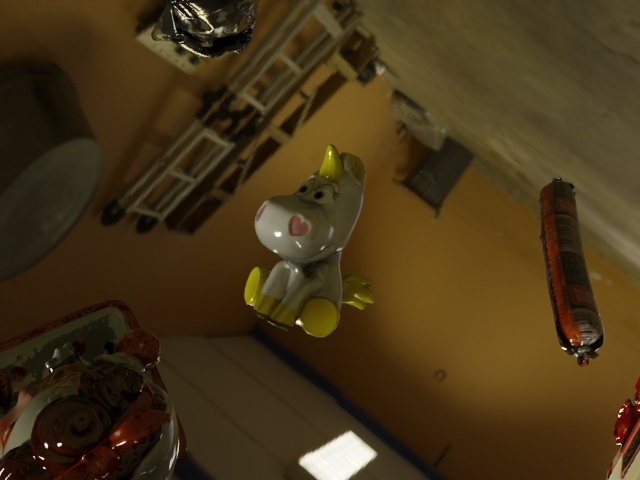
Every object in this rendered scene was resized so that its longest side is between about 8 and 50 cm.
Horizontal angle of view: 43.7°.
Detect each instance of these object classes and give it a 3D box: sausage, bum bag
[{"bbox_3d":[0.149,0.010,0.483,0.028,0.025,0.198,4,-148,8],"label":"sausage"},{"bbox_3d":[-0.094,-0.216,0.714,0.102,0.069,0.248,5,172,-15],"label":"bum bag"}]

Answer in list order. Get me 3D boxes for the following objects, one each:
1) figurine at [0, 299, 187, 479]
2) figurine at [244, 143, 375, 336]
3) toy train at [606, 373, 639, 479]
[{"bbox_3d":[-0.172,0.144,0.559,0.226,0.183,0.160,-9,104,66],"label":"figurine"},{"bbox_3d":[-0.006,-0.001,0.732,0.130,0.178,0.109,-18,-153,-40],"label":"figurine"},{"bbox_3d":[0.195,0.105,0.437,0.050,0.138,0.087,17,-137,13],"label":"toy train"}]
